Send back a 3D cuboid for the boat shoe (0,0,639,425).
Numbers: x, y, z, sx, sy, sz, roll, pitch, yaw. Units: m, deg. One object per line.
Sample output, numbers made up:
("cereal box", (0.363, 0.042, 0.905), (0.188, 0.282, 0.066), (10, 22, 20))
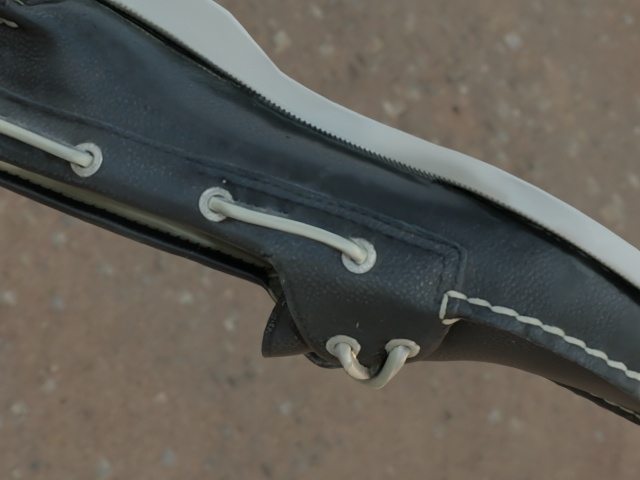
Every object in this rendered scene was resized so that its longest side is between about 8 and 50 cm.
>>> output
("boat shoe", (0.000, 0.000, 0.668), (0.303, 0.091, 0.114), (28, -12, 6))
